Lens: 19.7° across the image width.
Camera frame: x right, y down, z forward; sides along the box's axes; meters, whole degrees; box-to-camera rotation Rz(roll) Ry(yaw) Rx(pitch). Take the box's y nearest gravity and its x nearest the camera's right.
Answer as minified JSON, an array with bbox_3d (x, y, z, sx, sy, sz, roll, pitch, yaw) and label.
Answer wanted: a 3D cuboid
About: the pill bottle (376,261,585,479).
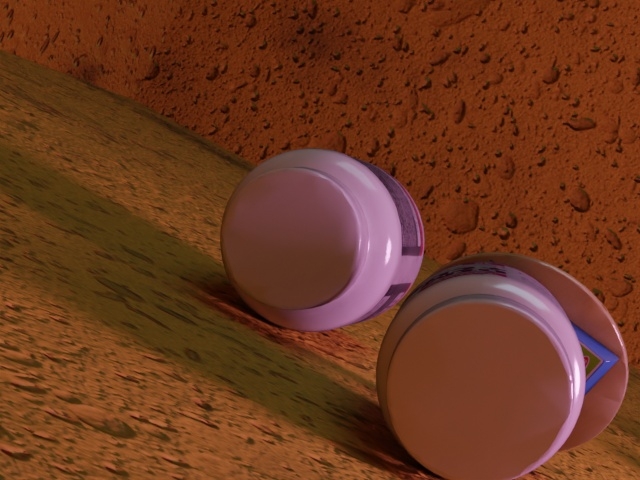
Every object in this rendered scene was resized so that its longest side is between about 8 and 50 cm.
[{"bbox_3d":[0.125,0.102,1.446,0.160,0.160,0.283,27,4,3],"label":"pill bottle"}]

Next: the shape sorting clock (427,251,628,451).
[{"bbox_3d":[0.174,0.100,1.640,0.206,0.206,0.040,28,36,14],"label":"shape sorting clock"}]

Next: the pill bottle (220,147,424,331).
[{"bbox_3d":[0.000,0.000,1.809,0.176,0.176,0.318,28,4,9],"label":"pill bottle"}]
